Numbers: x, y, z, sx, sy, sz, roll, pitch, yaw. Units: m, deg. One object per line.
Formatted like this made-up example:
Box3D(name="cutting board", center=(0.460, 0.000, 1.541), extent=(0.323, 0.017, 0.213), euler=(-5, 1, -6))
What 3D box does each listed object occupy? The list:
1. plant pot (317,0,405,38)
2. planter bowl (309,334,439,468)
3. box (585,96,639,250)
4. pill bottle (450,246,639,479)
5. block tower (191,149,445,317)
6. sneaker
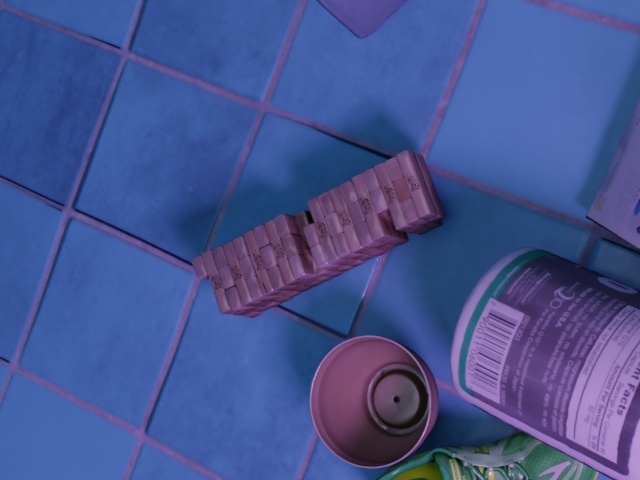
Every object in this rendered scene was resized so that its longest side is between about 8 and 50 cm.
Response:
Box3D(name="plant pot", center=(0.025, -0.445, 1.634), extent=(0.248, 0.252, 0.247), euler=(-41, 71, 17))
Box3D(name="planter bowl", center=(0.081, 0.201, 1.631), extent=(0.162, 0.109, 0.162), euler=(-2, 85, 24))
Box3D(name="box", center=(0.425, -0.077, 1.403), extent=(0.232, 0.058, 0.322), euler=(-68, 20, 12))
Box3D(name="pill bottle", center=(0.339, 0.159, 1.427), extent=(0.361, 0.204, 0.204), euler=(26, 97, 36))
Box3D(name="block tower", center=(0.000, 0.000, 1.696), extent=(0.335, 0.091, 0.097), euler=(-25, 75, 22))
Box3D(name="sneaker", center=(0.195, 0.294, 1.561), extent=(0.295, 0.123, 0.110), euler=(-19, 78, 22))
